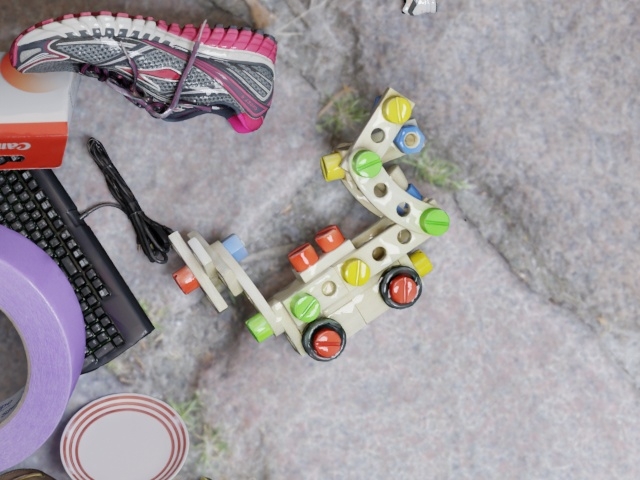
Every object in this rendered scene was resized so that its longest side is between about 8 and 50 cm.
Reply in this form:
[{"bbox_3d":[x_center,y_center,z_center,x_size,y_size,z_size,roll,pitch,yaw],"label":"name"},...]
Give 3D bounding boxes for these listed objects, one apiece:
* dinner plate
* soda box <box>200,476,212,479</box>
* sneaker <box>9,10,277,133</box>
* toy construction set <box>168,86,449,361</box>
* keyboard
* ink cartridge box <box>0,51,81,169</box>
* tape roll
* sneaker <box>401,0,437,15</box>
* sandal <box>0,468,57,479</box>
[{"bbox_3d":[-0.215,0.228,1.914,0.141,0.017,0.141,2,48,-2],"label":"dinner plate"},{"bbox_3d":[-0.156,0.347,1.899,0.061,0.058,0.181,36,85,7],"label":"soda box"},{"bbox_3d":[-0.193,-0.188,1.926,0.299,0.121,0.112,5,86,-14],"label":"sneaker"},{"bbox_3d":[0.000,0.000,1.900,0.328,0.151,0.215,-30,106,5],"label":"toy construction set"},{"bbox_3d":[-0.290,-0.017,1.975,0.201,0.033,0.317,-34,82,-3],"label":"keyboard"},{"bbox_3d":[-0.350,-0.147,1.940,0.145,0.045,0.179,-1,38,2],"label":"ink cartridge box"},{"bbox_3d":[-0.395,0.115,1.871,0.275,0.090,0.274,1,110,3],"label":"tape roll"},{"bbox_3d":[0.100,-0.309,1.999,0.044,0.040,0.109,-15,81,2],"label":"sneaker"},{"bbox_3d":[-0.338,0.288,1.892,0.303,0.120,0.086,3,68,3],"label":"sandal"}]
